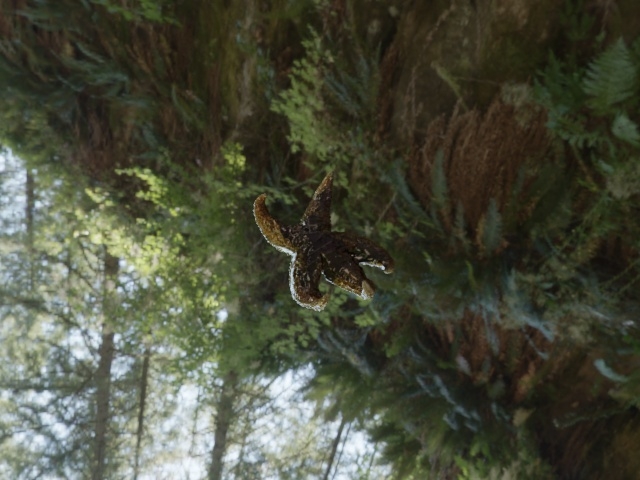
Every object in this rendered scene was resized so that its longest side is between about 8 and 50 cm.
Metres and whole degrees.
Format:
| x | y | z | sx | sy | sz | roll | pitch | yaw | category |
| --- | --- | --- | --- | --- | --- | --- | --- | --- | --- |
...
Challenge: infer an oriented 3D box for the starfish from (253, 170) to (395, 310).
| x | y | z | sx | sy | sz | roll | pitch | yaw | category |
| --- | --- | --- | --- | --- | --- | --- | --- | --- | --- |
| -0.001 | 0.001 | 0.926 | 0.238 | 0.071 | 0.216 | 26 | -125 | 11 | starfish |
